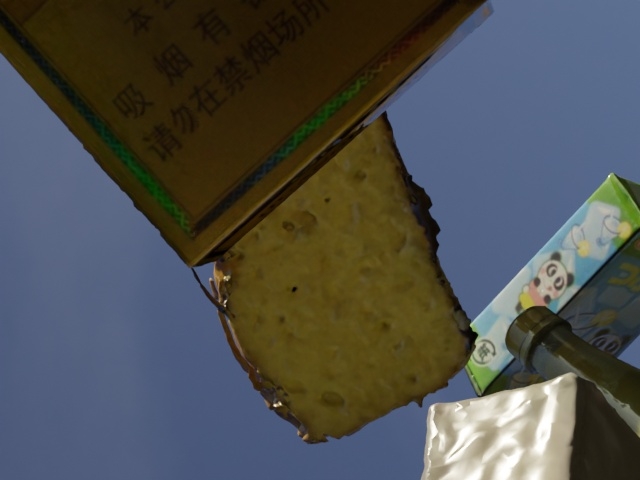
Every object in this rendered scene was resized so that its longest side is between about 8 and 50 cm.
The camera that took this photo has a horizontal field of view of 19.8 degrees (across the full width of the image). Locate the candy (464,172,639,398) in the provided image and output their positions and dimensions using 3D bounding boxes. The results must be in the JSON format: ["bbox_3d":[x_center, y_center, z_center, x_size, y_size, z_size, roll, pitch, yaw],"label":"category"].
[{"bbox_3d":[0.200,0.045,1.391,0.097,0.194,0.062,17,-146,-39],"label":"candy"}]

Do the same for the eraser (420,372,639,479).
[{"bbox_3d":[0.145,0.204,0.724,0.343,0.078,0.144,48,-140,-36],"label":"eraser"}]

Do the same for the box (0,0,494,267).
[{"bbox_3d":[-0.086,-0.161,0.899,0.301,0.193,0.084,49,-175,4],"label":"box"}]

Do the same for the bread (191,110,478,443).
[{"bbox_3d":[-0.004,-0.003,1.252,0.147,0.160,0.261,-70,-45,-88],"label":"bread"}]

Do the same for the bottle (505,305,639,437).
[{"bbox_3d":[0.211,0.124,1.091,0.083,0.083,0.269,7,-154,-46],"label":"bottle"}]
